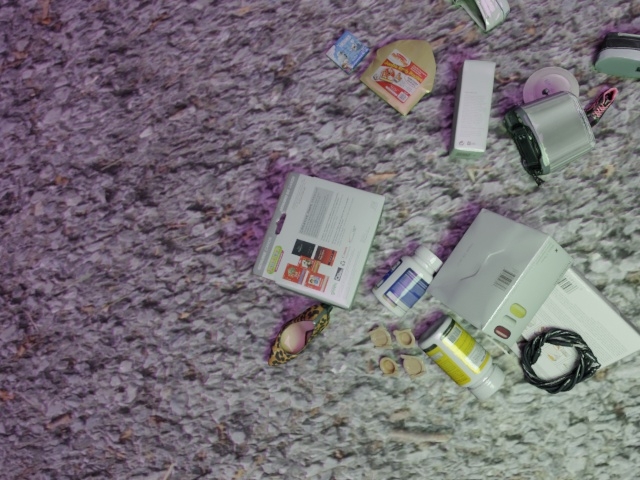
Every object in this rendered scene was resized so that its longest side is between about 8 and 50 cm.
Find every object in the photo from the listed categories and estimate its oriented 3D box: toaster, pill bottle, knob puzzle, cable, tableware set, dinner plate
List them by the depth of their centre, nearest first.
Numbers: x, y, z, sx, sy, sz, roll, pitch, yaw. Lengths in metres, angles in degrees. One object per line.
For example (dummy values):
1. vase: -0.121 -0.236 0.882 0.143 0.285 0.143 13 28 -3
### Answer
1. toaster: 0.588 -0.268 1.095 0.147 0.129 0.226 -26 93 6
2. cable: 0.597 0.311 1.097 0.150 0.047 0.184 48 122 6
3. pill bottle: 0.373 0.310 1.134 0.208 0.119 0.119 45 96 7
4. dinner plate: 0.620 -0.399 1.149 0.141 0.017 0.141 0 88 10
5. pill bottle: 0.241 0.106 1.160 0.112 0.112 0.186 43 97 7
6. tableware set: 0.211 0.310 1.184 0.141 0.020 0.168 -17 91 36
7. knob puzzle: 0.236 -0.475 1.205 0.214 0.030 0.212 0 89 10

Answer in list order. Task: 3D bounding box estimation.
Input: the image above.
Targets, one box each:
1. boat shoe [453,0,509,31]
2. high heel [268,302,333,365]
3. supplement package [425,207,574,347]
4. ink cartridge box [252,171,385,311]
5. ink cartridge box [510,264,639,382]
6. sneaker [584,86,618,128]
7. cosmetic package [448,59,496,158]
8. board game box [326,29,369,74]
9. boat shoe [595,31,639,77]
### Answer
1. boat shoe: 0.391 -0.677 1.148 0.084 0.095 0.258 -41 83 3
2. high heel: -0.074 0.269 1.173 0.093 0.186 0.261 45 96 6
3. supplement package: 0.438 0.088 1.062 0.145 0.204 0.261 29 96 -34
4. ink cartridge box: 0.000 0.000 1.160 0.272 0.130 0.309 18 79 9
5. ink cartridge box: 0.616 0.215 1.122 0.296 0.066 0.261 47 122 7
6. sneaker: 0.726 -0.346 1.110 0.047 0.057 0.119 32 96 6
7. cosmetic package: 0.399 -0.341 1.135 0.086 0.117 0.230 8 92 9
8. board game box: 0.079 -0.542 1.237 0.090 0.020 0.090 43 96 8
9. boat shoe: 0.864 -0.457 1.063 0.307 0.113 0.104 18 87 24
